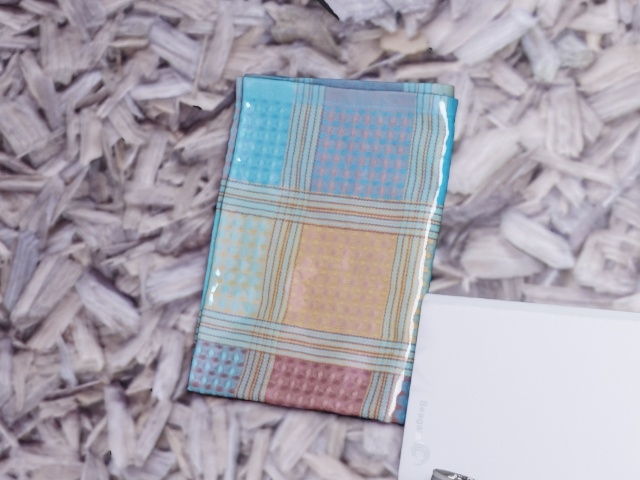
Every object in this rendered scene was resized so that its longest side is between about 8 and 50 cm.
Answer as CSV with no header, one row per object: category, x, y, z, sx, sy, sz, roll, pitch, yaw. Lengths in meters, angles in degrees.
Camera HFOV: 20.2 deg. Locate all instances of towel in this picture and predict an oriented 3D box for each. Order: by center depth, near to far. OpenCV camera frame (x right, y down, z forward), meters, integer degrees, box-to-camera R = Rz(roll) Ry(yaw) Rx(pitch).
towel,0.000,0.000,1.950,0.271,0.040,0.370,6,81,26

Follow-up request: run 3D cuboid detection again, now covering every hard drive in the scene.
hard drive,0.238,0.166,1.803,0.308,0.040,0.203,4,80,25

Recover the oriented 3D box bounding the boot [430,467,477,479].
boot,0.100,0.331,1.789,0.190,0.076,0.208,10,102,13
